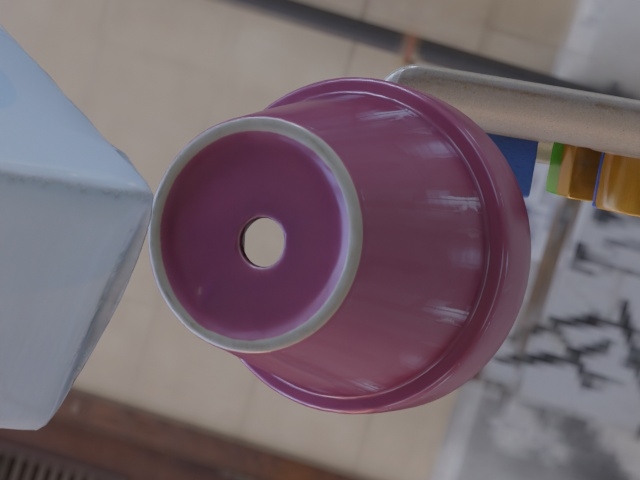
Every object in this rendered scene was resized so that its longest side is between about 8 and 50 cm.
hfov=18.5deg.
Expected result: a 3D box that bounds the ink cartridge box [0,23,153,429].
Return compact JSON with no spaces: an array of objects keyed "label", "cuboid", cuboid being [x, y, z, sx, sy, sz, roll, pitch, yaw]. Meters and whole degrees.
[{"label":"ink cartridge box","cuboid":[-0.278,-0.080,0.547,0.308,0.385,0.091,46,116,47]}]

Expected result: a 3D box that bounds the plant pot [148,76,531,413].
[{"label":"plant pot","cuboid":[0.000,0.000,1.123,0.180,0.201,0.201,8,-80,-66]}]

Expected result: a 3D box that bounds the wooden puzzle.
[{"label":"wooden puzzle","cuboid":[0.178,-0.068,1.552,0.348,0.322,0.080,-170,89,-84]}]
